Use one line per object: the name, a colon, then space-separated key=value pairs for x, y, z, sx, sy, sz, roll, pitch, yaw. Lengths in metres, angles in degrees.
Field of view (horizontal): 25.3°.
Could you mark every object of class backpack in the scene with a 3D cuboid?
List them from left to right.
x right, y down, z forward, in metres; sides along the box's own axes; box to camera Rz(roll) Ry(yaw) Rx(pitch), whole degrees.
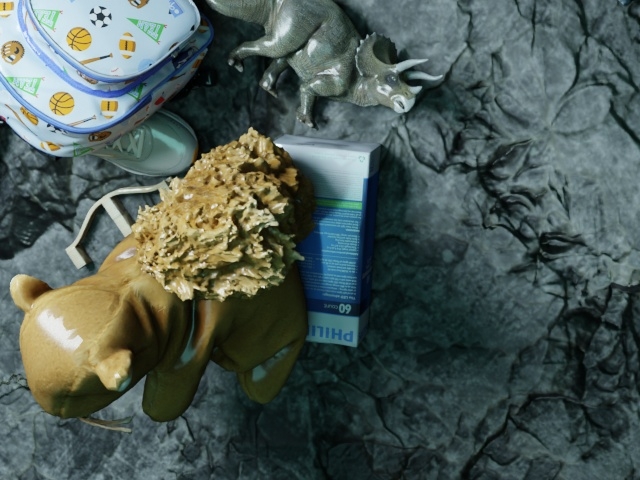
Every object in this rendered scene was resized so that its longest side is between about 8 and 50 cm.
backpack: x=-0.290 y=-0.241 z=1.764 sx=0.276 sy=0.213 sz=0.263 roll=41 pitch=70 yaw=1

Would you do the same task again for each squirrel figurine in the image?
squirrel figurine: x=-0.185 y=0.046 z=1.702 sx=0.281 sy=0.370 sz=0.397 roll=46 pitch=122 yaw=19

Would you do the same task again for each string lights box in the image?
string lights box: x=0.000 y=0.000 z=1.862 sx=0.133 sy=0.077 sz=0.259 roll=7 pitch=105 yaw=12

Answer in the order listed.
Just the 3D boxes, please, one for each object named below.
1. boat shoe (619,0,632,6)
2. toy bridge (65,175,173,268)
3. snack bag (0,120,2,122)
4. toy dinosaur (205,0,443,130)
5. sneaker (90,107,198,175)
boat shoe: x=0.328 y=-0.364 z=1.700 sx=0.183 sy=0.065 sz=0.083 roll=44 pitch=108 yaw=-1
toy bridge: x=-0.274 y=-0.036 z=1.946 sx=0.188 sy=0.026 sz=0.063 roll=-34 pitch=93 yaw=18
snack bag: x=-0.622 y=-0.079 z=1.994 sx=0.343 sy=0.037 sz=0.323 roll=17 pitch=114 yaw=9
toy dinosaur: x=-0.012 y=-0.244 z=1.803 sx=0.313 sy=0.121 sz=0.160 roll=40 pitch=97 yaw=6
sneaker: x=-0.293 y=-0.139 z=1.875 sx=0.263 sy=0.121 sz=0.099 roll=17 pitch=108 yaw=9
